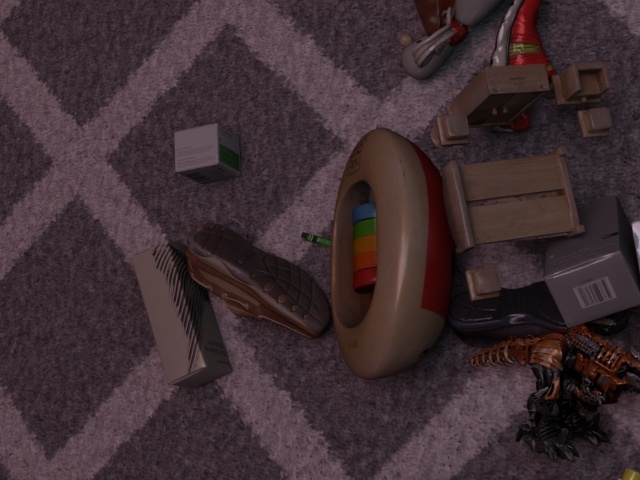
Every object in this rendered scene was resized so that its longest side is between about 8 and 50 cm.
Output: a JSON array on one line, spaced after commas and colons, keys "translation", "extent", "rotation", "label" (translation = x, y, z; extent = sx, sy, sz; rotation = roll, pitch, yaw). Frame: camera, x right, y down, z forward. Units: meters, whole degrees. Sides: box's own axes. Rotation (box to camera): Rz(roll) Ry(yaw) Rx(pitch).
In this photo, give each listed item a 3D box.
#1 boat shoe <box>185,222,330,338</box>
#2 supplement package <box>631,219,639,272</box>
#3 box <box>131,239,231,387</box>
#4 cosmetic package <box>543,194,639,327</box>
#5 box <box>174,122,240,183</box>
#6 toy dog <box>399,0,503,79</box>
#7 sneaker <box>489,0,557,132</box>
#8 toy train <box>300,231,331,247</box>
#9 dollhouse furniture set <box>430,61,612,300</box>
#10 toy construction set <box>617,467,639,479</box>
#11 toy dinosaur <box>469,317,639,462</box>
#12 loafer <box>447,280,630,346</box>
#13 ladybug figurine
[{"translation": [-0.122, 0.092, 1.945], "extent": [0.324, 0.123, 0.116], "rotation": [35, 128, 18], "label": "boat shoe"}, {"translation": [0.579, 0.067, 1.556], "extent": [0.149, 0.203, 0.194], "rotation": [-12, 75, 23], "label": "supplement package"}, {"translation": [-0.273, 0.144, 1.994], "extent": [0.094, 0.113, 0.275], "rotation": [-27, 70, 17], "label": "box"}, {"translation": [0.431, 0.029, 1.610], "extent": [0.127, 0.238, 0.107], "rotation": [-23, 108, 21], "label": "cosmetic package"}, {"translation": [-0.226, -0.173, 2.043], "extent": [0.102, 0.101, 0.087], "rotation": [-10, 75, 22], "label": "box"}, {"translation": [0.245, -0.459, 1.832], "extent": [0.334, 0.220, 0.161], "rotation": [-42, 81, 6], "label": "toy dog"}, {"translation": [0.366, -0.325, 1.816], "extent": [0.118, 0.107, 0.279], "rotation": [15, 89, 9], "label": "sneaker"}, {"translation": [0.000, 0.000, 1.943], "extent": [0.083, 0.024, 0.017], "rotation": [17, 86, 28], "label": "toy train"}, {"translation": [0.328, -0.086, 1.645], "extent": [0.303, 0.174, 0.355], "rotation": [-6, 79, -14], "label": "dollhouse furniture set"}, {"translation": [0.584, 0.449, 1.449], "extent": [0.151, 0.215, 0.328], "rotation": [-56, 40, 1], "label": "toy construction set"}, {"translation": [0.393, 0.218, 1.619], "extent": [0.322, 0.164, 0.218], "rotation": [13, 104, 61], "label": "toy dinosaur"}, {"translation": [0.368, 0.132, 1.720], "extent": [0.303, 0.095, 0.109], "rotation": [-2, 48, 20], "label": "loafer"}, {"translation": [0.129, 0.018, 1.764], "extent": [0.305, 0.162, 0.449], "rotation": [152, 122, -66], "label": "ladybug figurine"}]
